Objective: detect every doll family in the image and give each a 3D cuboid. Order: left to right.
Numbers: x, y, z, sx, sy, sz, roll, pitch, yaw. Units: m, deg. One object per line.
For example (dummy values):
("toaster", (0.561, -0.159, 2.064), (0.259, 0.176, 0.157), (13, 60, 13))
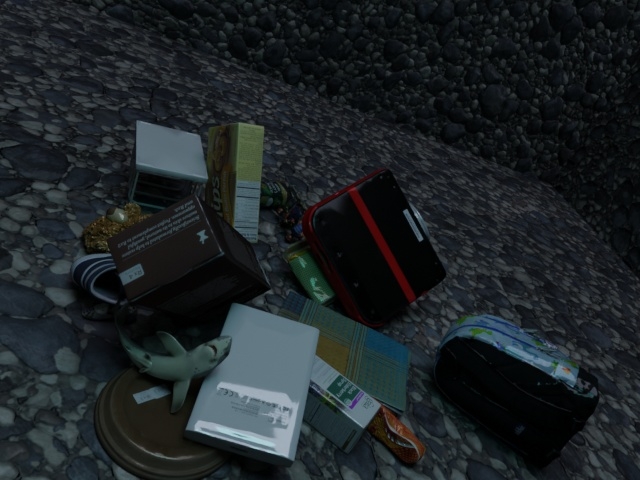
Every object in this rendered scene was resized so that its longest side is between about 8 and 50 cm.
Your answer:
("doll family", (-0.088, -0.069, 1.800), (0.076, 0.111, 0.193), (52, 5, -26))

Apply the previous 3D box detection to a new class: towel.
("towel", (0.050, 0.278, 1.410), (0.370, 0.040, 0.271), (25, 28, 2))

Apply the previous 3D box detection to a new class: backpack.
("backpack", (0.462, 0.345, 1.406), (0.355, 0.290, 0.273), (20, 34, 9))

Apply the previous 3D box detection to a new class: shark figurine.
("shark figurine", (-0.304, 0.225, 1.099), (0.278, 0.166, 0.116), (16, -1, 18))

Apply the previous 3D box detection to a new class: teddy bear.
("teddy bear", (-0.430, -0.026, 1.443), (0.337, 0.113, 0.245), (12, 30, -25))

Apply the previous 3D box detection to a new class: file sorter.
("file sorter", (-0.459, -0.199, 1.636), (0.192, 0.173, 0.278), (11, 32, -24))

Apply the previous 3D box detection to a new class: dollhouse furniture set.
("dollhouse furniture set", (0.064, 0.037, 1.614), (0.301, 0.151, 0.198), (-24, 72, -46))

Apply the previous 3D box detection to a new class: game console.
("game console", (0.157, 0.022, 1.599), (0.342, 0.060, 0.387), (-31, 93, -29))

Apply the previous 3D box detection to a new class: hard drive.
("hard drive", (-0.123, 0.274, 1.110), (0.202, 0.040, 0.308), (18, 40, -4))

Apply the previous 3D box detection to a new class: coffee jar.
("coffee jar", (-0.187, -0.154, 1.883), (0.184, 0.079, 0.096), (-2, 40, -42))

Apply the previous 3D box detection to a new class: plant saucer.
("plant saucer", (-0.281, 0.325, 1.060), (0.277, 0.041, 0.278), (19, 30, -11))

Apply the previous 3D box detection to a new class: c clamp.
("c clamp", (-0.092, -0.167, 1.946), (0.022, 0.137, 0.161), (-27, 17, -5))

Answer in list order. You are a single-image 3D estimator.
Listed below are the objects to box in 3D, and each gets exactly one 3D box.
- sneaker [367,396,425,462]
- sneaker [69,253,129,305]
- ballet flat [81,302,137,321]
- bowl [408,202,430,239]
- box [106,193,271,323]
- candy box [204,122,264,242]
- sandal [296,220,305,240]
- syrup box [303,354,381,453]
("sneaker", (0.158, 0.423, 1.249), (0.175, 0.064, 0.067), (46, 15, 23))
("sneaker", (-0.399, 0.068, 1.254), (0.282, 0.099, 0.153), (-13, 19, -31))
("ballet flat", (-0.453, 0.150, 1.207), (0.114, 0.041, 0.041), (9, 33, -28))
("bowl", (0.260, -0.027, 1.804), (0.134, 0.298, 0.298), (-28, 46, -5))
("box", (-0.251, 0.056, 1.154), (0.143, 0.191, 0.381), (63, 0, 15))
("candy box", (-0.244, -0.157, 1.547), (0.087, 0.317, 0.182), (1, 4, -36))
("sandal", (-0.009, -0.002, 1.777), (0.101, 0.076, 0.265), (6, 35, -32))
("syrup box", (0.003, 0.337, 1.211), (0.236, 0.096, 0.093), (34, 32, 16))
